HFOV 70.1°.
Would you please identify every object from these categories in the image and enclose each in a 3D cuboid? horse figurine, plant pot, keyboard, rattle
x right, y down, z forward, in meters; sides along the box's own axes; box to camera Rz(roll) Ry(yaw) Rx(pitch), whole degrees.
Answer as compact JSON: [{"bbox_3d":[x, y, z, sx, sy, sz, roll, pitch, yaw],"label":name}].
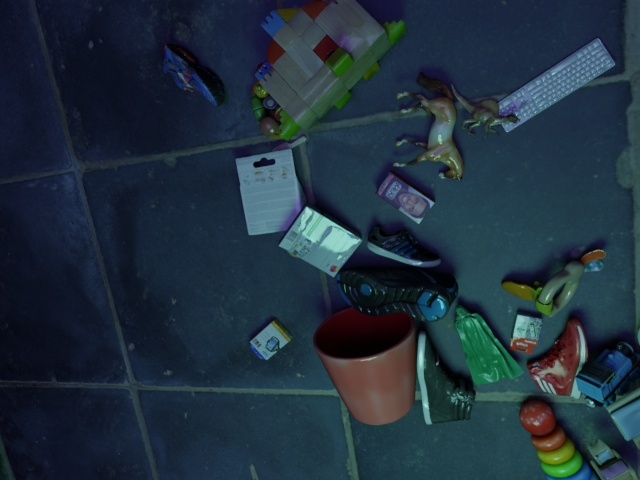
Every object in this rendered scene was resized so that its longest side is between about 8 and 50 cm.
[{"bbox_3d":[0.273,-0.278,1.125,0.174,0.066,0.263,8,109,21],"label":"horse figurine"},{"bbox_3d":[0.140,0.339,1.242,0.275,0.275,0.243,-8,111,19],"label":"plant pot"},{"bbox_3d":[0.529,-0.353,1.051,0.256,0.014,0.072,-32,93,22],"label":"keyboard"},{"bbox_3d":[0.583,0.082,1.141,0.130,0.143,0.199,29,97,-25],"label":"rattle"}]

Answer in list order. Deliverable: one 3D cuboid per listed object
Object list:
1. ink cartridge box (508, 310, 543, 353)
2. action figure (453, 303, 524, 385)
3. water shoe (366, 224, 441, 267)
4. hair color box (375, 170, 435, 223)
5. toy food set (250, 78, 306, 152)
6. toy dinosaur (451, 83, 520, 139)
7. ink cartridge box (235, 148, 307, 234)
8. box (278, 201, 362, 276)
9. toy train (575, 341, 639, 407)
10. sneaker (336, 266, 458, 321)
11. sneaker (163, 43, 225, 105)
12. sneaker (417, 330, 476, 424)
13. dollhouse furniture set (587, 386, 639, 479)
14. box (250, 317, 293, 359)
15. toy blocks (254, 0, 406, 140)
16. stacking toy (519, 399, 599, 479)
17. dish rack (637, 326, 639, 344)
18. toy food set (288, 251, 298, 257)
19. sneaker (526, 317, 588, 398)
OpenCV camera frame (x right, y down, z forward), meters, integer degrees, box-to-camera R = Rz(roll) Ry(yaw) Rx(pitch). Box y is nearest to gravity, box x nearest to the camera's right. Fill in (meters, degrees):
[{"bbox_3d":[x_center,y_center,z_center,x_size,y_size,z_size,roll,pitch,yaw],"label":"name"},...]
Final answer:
[{"bbox_3d":[0.538,0.248,1.199,0.063,0.029,0.115,9,106,15],"label":"ink cartridge box"},{"bbox_3d":[0.425,0.270,1.223,0.137,0.063,0.232,-27,99,24],"label":"action figure"},{"bbox_3d":[0.224,0.013,1.213,0.203,0.073,0.080,15,106,13],"label":"water shoe"},{"bbox_3d":[0.222,-0.114,1.196,0.141,0.043,0.072,35,111,5],"label":"hair color box"},{"bbox_3d":[-0.126,-0.343,1.230,0.128,0.071,0.218,-15,99,21],"label":"toy food set"},{"bbox_3d":[0.382,-0.301,1.101,0.183,0.053,0.092,31,100,19],"label":"toy dinosaur"},{"bbox_3d":[-0.136,-0.135,1.304,0.181,0.056,0.224,-6,97,19],"label":"ink cartridge box"},{"bbox_3d":[0.000,0.000,1.266,0.186,0.038,0.145,30,113,-14],"label":"box"},{"bbox_3d":[0.698,0.320,1.100,0.184,0.080,0.105,-36,118,-16],"label":"toy train"},{"bbox_3d":[0.202,0.133,1.234,0.341,0.140,0.125,9,117,35],"label":"sneaker"},{"bbox_3d":[-0.356,-0.451,1.280,0.221,0.083,0.087,45,126,8],"label":"sneaker"},{"bbox_3d":[0.347,0.376,1.260,0.147,0.104,0.295,-7,108,17],"label":"sneaker"},{"bbox_3d":[0.758,0.463,1.009,0.286,0.198,0.303,-35,119,8],"label":"dollhouse furniture set"},{"bbox_3d":[-0.160,0.316,1.441,0.081,0.028,0.136,48,115,1],"label":"box"},{"bbox_3d":[-0.027,-0.468,1.111,0.381,0.191,0.261,-43,79,13],"label":"toy blocks"},{"bbox_3d":[0.639,0.576,1.212,0.141,0.141,0.330,-28,88,22],"label":"stacking toy"},{"bbox_3d":[0.897,0.150,0.986,0.285,0.072,0.332,27,115,46],"label":"dish rack"},{"bbox_3d":[-0.066,0.012,1.333,0.083,0.020,0.082,-39,91,22],"label":"toy food set"},{"bbox_3d":[0.599,0.302,1.165,0.128,0.087,0.221,-1,103,16],"label":"sneaker"}]
